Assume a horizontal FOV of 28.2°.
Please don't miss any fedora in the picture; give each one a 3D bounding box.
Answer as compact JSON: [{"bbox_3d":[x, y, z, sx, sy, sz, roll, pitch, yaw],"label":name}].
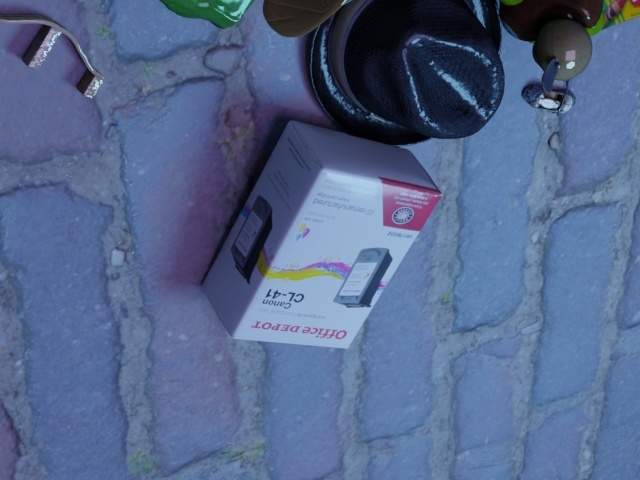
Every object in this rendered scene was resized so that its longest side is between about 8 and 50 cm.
[{"bbox_3d":[0.153,-0.248,1.794,0.334,0.152,0.334,-17,128,-23],"label":"fedora"}]

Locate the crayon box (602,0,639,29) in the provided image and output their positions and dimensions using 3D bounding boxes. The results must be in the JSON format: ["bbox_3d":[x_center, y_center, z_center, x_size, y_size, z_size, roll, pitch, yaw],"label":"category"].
[{"bbox_3d":[0.454,-0.482,1.878,0.202,0.081,0.318,-22,129,-19],"label":"crayon box"}]

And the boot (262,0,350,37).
[{"bbox_3d":[0.047,-0.367,1.580,0.262,0.203,0.095,-35,110,17],"label":"boot"}]

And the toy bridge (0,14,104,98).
[{"bbox_3d":[-0.342,-0.241,1.564,0.188,0.026,0.063,27,101,-42],"label":"toy bridge"}]

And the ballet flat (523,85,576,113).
[{"bbox_3d":[0.373,-0.219,2.034,0.114,0.041,0.041,6,117,-36],"label":"ballet flat"}]

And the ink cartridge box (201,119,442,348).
[{"bbox_3d":[0.000,0.000,1.857,0.226,0.131,0.306,9,121,-35],"label":"ink cartridge box"}]

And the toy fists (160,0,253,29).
[{"bbox_3d":[-0.109,-0.401,1.562,0.279,0.096,0.142,-54,141,8],"label":"toy fists"}]

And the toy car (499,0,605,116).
[{"bbox_3d":[0.325,-0.276,1.804,0.155,0.149,0.188,36,54,-58],"label":"toy car"}]
